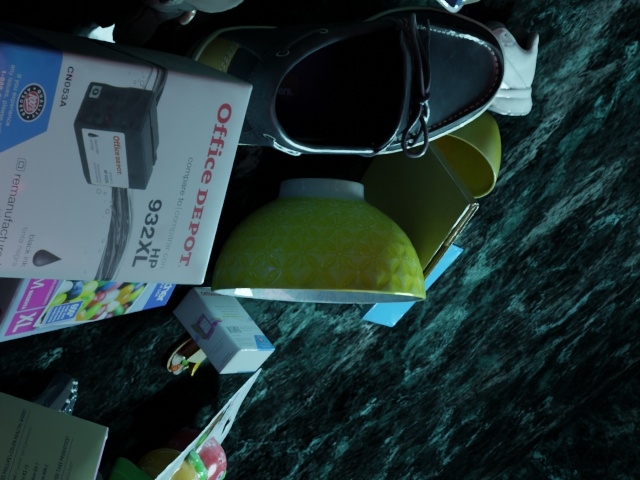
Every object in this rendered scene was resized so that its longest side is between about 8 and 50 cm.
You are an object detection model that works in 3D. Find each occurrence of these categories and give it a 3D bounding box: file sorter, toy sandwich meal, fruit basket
[{"bbox_3d":[0.114,0.035,2.287,0.170,0.104,0.118,-49,154,11],"label":"file sorter"},{"bbox_3d":[-0.188,0.170,2.146,0.085,0.029,0.085,-33,153,-19],"label":"toy sandwich meal"},{"bbox_3d":[-0.224,0.392,2.267,0.353,0.165,0.327,-40,167,-37],"label":"fruit basket"}]

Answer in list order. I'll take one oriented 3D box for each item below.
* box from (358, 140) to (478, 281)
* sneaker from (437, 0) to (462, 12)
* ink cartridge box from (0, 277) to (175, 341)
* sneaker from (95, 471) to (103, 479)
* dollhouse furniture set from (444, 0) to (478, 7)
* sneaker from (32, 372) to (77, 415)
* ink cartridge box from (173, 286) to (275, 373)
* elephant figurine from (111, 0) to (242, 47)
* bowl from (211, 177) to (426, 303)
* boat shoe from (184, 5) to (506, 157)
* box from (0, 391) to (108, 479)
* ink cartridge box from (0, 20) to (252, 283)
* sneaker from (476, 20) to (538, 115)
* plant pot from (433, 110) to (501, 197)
[{"bbox_3d":[0.128,-0.057,2.053,0.021,0.201,0.164,5,130,-38],"label":"box"},{"bbox_3d":[0.155,-0.358,1.758,0.121,0.079,0.217,-48,154,12],"label":"sneaker"},{"bbox_3d":[-0.237,0.011,1.672,0.311,0.065,0.186,-14,143,-49],"label":"ink cartridge box"},{"bbox_3d":[-0.412,0.348,2.017,0.146,0.122,0.330,-54,161,3],"label":"sneaker"},{"bbox_3d":[0.182,-0.400,1.468,0.286,0.303,0.198,-17,145,-43],"label":"dollhouse furniture set"},{"bbox_3d":[-0.419,0.262,1.871,0.283,0.122,0.110,-54,172,-37],"label":"sneaker"},{"bbox_3d":[-0.136,0.125,2.046,0.052,0.122,0.088,-48,154,21],"label":"ink cartridge box"},{"bbox_3d":[-0.116,-0.281,1.421,0.239,0.169,0.186,-25,124,-1],"label":"elephant figurine"},{"bbox_3d":[0.000,0.000,1.967,0.289,0.289,0.156,13,77,-61],"label":"bowl"},{"bbox_3d":[0.065,-0.183,1.736,0.500,0.156,0.187,-8,108,-43],"label":"boat shoe"},{"bbox_3d":[-0.395,0.291,1.692,0.213,0.243,0.117,-84,-162,-52],"label":"box"},{"bbox_3d":[-0.239,-0.082,1.422,0.307,0.129,0.223,4,105,-45],"label":"ink cartridge box"},{"bbox_3d":[0.197,-0.243,2.007,0.297,0.111,0.129,-9,118,-50],"label":"sneaker"},{"bbox_3d":[0.214,-0.142,2.152,0.095,0.134,0.134,-58,165,-33],"label":"plant pot"}]
